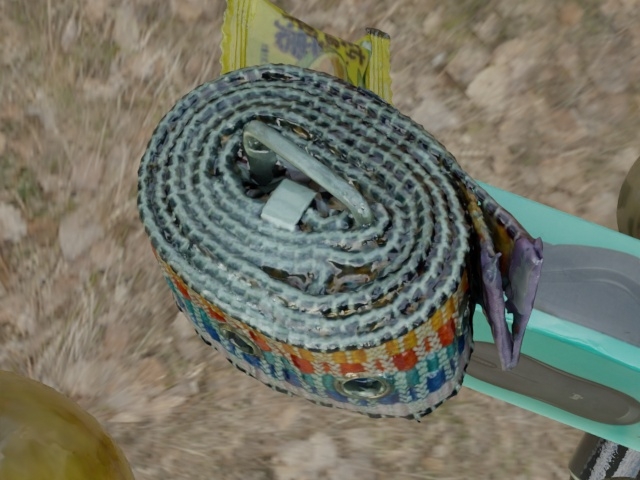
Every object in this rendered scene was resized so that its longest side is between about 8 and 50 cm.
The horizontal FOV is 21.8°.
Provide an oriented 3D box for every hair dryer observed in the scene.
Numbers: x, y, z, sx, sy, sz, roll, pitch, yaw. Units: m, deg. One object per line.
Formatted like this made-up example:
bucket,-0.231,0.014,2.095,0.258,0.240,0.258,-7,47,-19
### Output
hair dryer,0.333,0.235,1.563,0.078,0.248,0.195,19,104,-33

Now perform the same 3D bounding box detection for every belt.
belt,0.000,0.000,1.211,0.207,0.160,0.295,-39,61,-17

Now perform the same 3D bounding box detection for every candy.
candy,-0.010,-0.167,1.797,0.297,0.081,0.187,12,77,-50

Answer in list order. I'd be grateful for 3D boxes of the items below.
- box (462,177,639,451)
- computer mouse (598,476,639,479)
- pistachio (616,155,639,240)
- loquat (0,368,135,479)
box,0.203,0.069,1.444,0.311,0.205,0.118,21,67,0
computer mouse,0.205,0.241,1.288,0.145,0.236,0.082,-29,88,1
pistachio,0.324,-0.029,1.513,0.113,0.113,0.149,17,84,-7
loquat,-0.303,0.284,1.461,0.328,0.328,0.359,-47,131,-11
